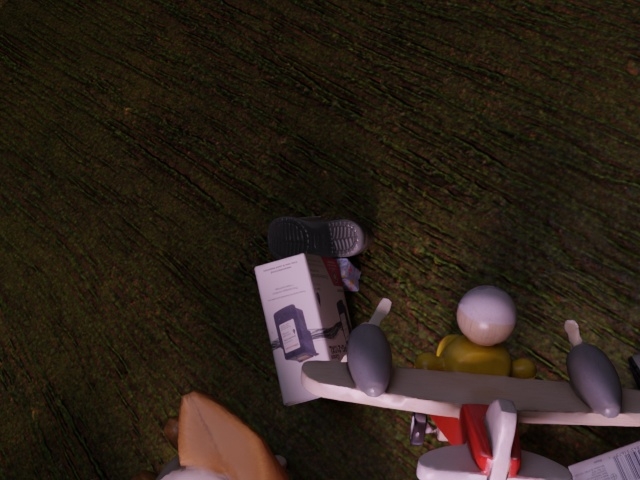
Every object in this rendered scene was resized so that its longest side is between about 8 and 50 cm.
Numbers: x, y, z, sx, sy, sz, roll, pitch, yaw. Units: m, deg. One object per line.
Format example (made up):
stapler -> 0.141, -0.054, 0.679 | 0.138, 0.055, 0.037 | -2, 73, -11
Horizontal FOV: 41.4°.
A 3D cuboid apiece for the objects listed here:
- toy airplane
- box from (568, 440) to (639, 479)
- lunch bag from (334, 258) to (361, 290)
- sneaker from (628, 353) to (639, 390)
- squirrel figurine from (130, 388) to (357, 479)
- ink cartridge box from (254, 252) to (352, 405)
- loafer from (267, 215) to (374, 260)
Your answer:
toy airplane -> 0.223, 0.200, 1.185 | 0.384, 0.386, 0.273 | 8, 92, 46
box -> 0.430, 0.341, 1.189 | 0.126, 0.137, 0.072 | -25, 58, 15
lunch bag -> 0.025, 0.067, 1.585 | 0.083, 0.071, 0.053 | 0, 68, 24
sneaker -> 0.556, 0.261, 1.190 | 0.124, 0.107, 0.283 | -25, 56, 7
squirrel figurine -> -0.108, 0.439, 1.319 | 0.396, 0.370, 0.281 | 25, 76, 10
ink cartridge box -> -0.015, 0.152, 1.458 | 0.100, 0.172, 0.237 | -16, 80, 18
loafer -> 0.000, 0.000, 1.636 | 0.251, 0.087, 0.095 | 4, 93, 41
